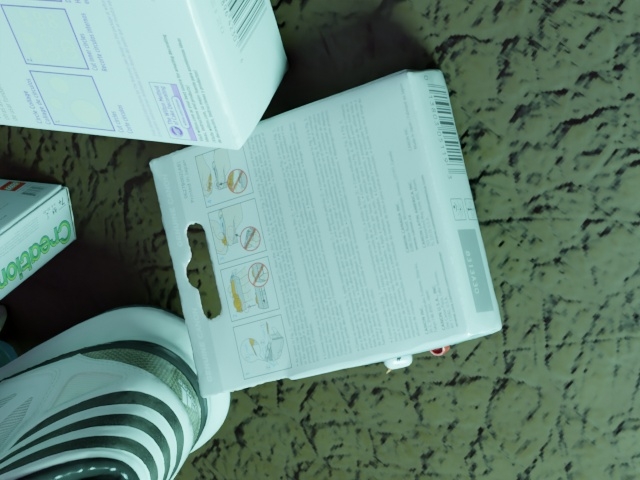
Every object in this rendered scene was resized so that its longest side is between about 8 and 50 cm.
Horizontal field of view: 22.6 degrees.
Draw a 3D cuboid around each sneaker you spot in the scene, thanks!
[{"bbox_3d":[-0.291,0.208,1.161,0.448,0.257,0.169,-28,102,23],"label":"sneaker"}]

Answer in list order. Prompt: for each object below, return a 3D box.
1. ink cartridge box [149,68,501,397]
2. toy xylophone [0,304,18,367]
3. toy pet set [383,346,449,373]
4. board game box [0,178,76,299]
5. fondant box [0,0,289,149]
[{"bbox_3d":[0.000,0.000,1.097,0.225,0.056,0.181,-17,82,34],"label":"ink cartridge box"},{"bbox_3d":[-0.256,0.211,1.342,0.236,0.081,0.322,0,112,15],"label":"toy xylophone"},{"bbox_3d":[0.025,0.034,1.128,0.114,0.065,0.122,4,114,25],"label":"toy pet set"},{"bbox_3d":[-0.342,0.034,1.169,0.193,0.305,0.053,6,118,25],"label":"board game box"},{"bbox_3d":[-0.209,-0.191,1.076,0.330,0.096,0.238,7,138,23],"label":"fondant box"}]
